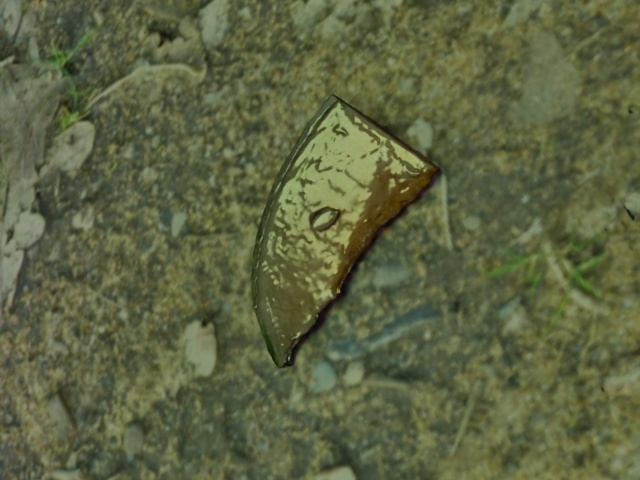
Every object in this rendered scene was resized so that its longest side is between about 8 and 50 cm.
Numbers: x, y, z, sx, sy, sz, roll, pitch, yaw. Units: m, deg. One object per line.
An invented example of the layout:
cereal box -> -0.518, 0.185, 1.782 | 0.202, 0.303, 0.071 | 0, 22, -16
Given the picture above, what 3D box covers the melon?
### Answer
melon -> -0.004, -0.006, 1.046 | 0.098, 0.054, 0.182 | 42, 104, 23
